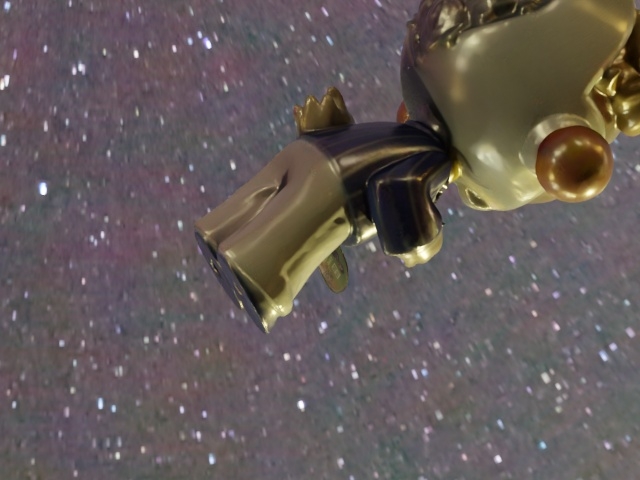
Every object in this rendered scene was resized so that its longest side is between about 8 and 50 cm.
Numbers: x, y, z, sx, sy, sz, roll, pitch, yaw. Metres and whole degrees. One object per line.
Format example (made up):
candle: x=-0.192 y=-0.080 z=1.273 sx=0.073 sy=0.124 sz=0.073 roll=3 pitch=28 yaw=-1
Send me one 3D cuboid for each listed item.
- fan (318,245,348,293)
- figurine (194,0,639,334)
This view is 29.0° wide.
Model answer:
fan: x=0.004 y=0.004 z=0.916 sx=0.003 sy=0.060 sz=0.080 roll=-22 pitch=-76 yaw=-19
figurine: x=0.056 y=-0.061 z=0.671 sx=0.274 sy=0.194 sz=0.133 roll=-25 pitch=-69 yaw=10
